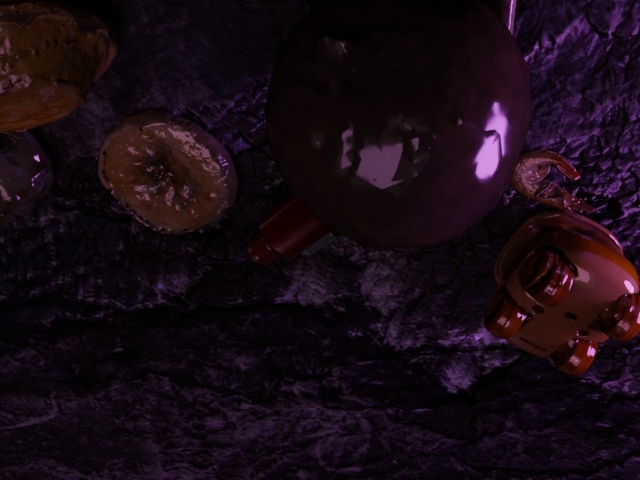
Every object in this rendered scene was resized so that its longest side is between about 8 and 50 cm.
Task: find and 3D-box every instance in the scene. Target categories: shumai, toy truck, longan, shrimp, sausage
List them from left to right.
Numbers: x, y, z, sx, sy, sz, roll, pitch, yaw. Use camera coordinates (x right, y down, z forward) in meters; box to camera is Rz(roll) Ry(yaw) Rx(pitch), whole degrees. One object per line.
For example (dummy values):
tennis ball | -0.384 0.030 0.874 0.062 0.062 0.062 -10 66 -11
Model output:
shumai | -0.696 -0.085 1.894 0.330 0.288 0.292 -32 115 35
longan | 0.114 -0.183 1.484 0.391 0.391 0.391 9 132 10
sausage | 0.275 -0.285 1.578 0.032 0.033 0.269 8 131 11
shrimp | 0.393 -0.098 1.706 0.162 0.045 0.095 25 112 3
toy truck | 0.406 0.087 1.737 0.204 0.212 0.288 27 137 -8

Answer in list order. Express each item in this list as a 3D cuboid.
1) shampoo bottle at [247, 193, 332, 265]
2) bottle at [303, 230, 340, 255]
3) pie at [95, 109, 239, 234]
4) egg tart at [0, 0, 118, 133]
shampoo bottle | -0.034 -0.038 1.871 0.102 0.064 0.260 44 130 -13
bottle | 0.000 0.000 1.916 0.030 0.030 0.083 41 130 -18
pie | -0.281 -0.119 1.889 0.274 0.055 0.274 9 131 10
egg tart | -0.489 -0.267 1.670 0.341 0.341 0.132 -28 73 35
